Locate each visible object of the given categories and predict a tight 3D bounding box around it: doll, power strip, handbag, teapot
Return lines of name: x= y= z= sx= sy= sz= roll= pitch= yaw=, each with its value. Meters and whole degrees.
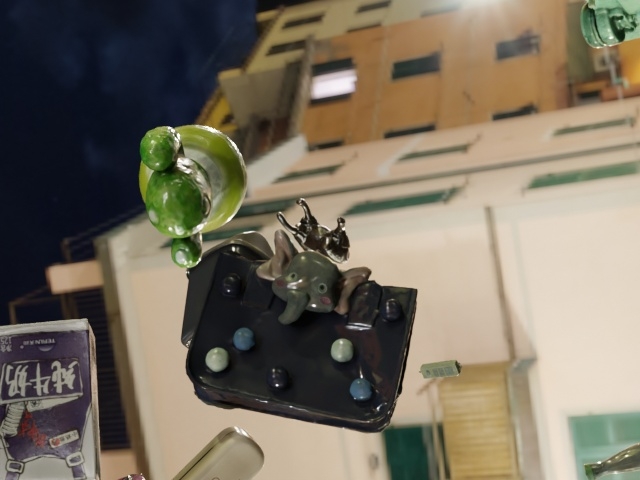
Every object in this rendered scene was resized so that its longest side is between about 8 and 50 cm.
doll: x=0.000 y=0.000 z=1.965 sx=0.057 sy=0.139 sz=0.165 roll=-52 pitch=-36 yaw=-18
power strip: x=0.214 y=0.233 z=2.042 sx=0.027 sy=0.083 sz=0.017 roll=67 pitch=-149 yaw=-19
handbag: x=-0.026 y=0.133 z=1.722 sx=0.118 sy=0.325 sz=0.269 roll=82 pitch=-161 yaw=-66
teapot: x=0.468 y=0.351 z=1.789 sx=0.043 sy=0.110 sz=0.043 roll=164 pitch=90 yaw=-89

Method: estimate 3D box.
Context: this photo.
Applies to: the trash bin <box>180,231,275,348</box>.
trash bin: x=-0.213 y=0.127 z=2.651 sx=0.182 sy=0.209 sz=0.290 roll=38 pitch=-141 yaw=-30

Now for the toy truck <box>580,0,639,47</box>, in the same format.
toy truck: x=0.394 y=-0.367 z=1.502 sx=0.279 sy=0.155 sz=0.156 roll=29 pitch=-119 yaw=-47

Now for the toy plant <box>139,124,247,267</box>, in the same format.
toy plant: x=-0.224 y=-0.080 z=1.840 sx=0.316 sy=0.184 sz=0.224 roll=-66 pitch=-33 yaw=-79

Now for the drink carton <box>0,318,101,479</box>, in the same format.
drink carton: x=-0.362 y=0.225 z=1.497 sx=0.102 sy=0.134 sz=0.222 roll=109 pitch=155 yaw=-68

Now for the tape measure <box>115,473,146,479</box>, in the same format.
tape measure: x=-0.349 y=0.458 z=1.962 sx=0.074 sy=0.125 sz=0.118 roll=66 pitch=175 yaw=-14

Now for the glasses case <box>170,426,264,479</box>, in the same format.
glasses case: x=-0.170 y=0.365 z=1.692 sx=0.196 sy=0.050 sz=0.083 roll=-45 pitch=-59 yaw=-9
